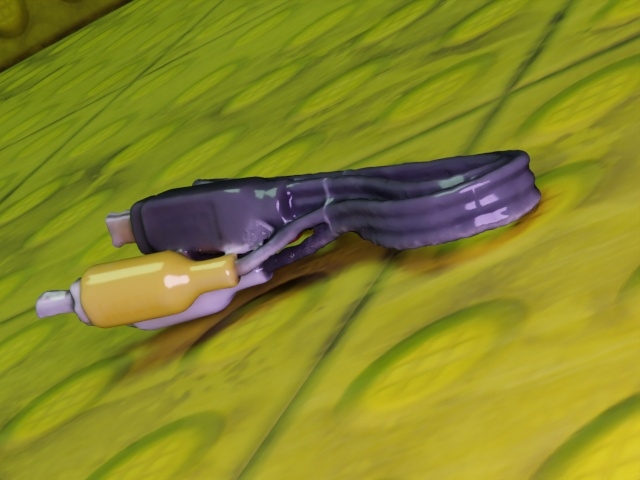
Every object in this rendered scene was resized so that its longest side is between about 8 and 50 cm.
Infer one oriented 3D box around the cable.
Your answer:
[{"bbox_3d":[0.000,0.000,0.963,0.287,0.072,0.139,-5,11,38],"label":"cable"}]
